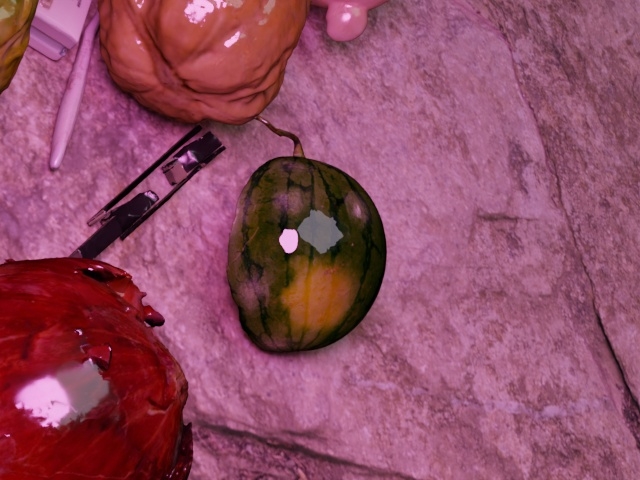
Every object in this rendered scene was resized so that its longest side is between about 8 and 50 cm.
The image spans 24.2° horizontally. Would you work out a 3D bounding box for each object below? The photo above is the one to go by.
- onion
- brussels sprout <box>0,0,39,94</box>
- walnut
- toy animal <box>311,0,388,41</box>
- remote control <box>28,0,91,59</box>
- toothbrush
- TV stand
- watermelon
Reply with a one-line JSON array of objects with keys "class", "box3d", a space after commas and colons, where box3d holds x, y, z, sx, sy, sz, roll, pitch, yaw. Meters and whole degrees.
[{"class": "onion", "box3d": [-0.233, 0.146, 1.249, 0.276, 0.276, 0.276, 21, 55, -34]}, {"class": "brussels sprout", "box3d": [-0.341, -0.194, 1.354, 0.161, 0.223, 0.223, 48, 42, -35]}, {"class": "walnut", "box3d": [-0.116, -0.249, 1.570, 0.257, 0.224, 0.257, 24, 56, -41]}, {"class": "toy animal", "box3d": [0.030, -0.417, 1.787, 0.247, 0.277, 0.345, 39, 71, -41]}, {"class": "remote control", "box3d": [-0.357, -0.298, 1.500, 0.277, 0.055, 0.103, 32, 49, -27]}, {"class": "toothbrush", "box3d": [-0.251, -0.199, 1.566, 0.029, 0.025, 0.307, 24, 53, -22]}, {"class": "TV stand", "box3d": [-0.182, -0.044, 1.536, 0.042, 0.036, 0.249, 52, 44, -10]}, {"class": "watermelon", "box3d": [0.000, 0.008, 1.579, 0.204, 0.127, 0.232, 30, 67, -50]}]
